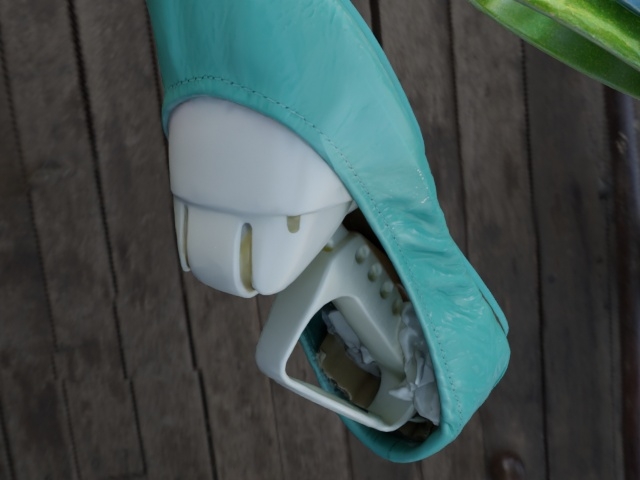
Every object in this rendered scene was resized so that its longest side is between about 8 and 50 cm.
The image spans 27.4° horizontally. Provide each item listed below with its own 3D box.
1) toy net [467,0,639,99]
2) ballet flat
[{"bbox_3d":[0.096,-0.044,0.248,0.122,0.232,0.045,32,95,-4],"label":"toy net"},{"bbox_3d":[0.000,0.000,0.450,0.083,0.087,0.247,8,146,37],"label":"ballet flat"}]
